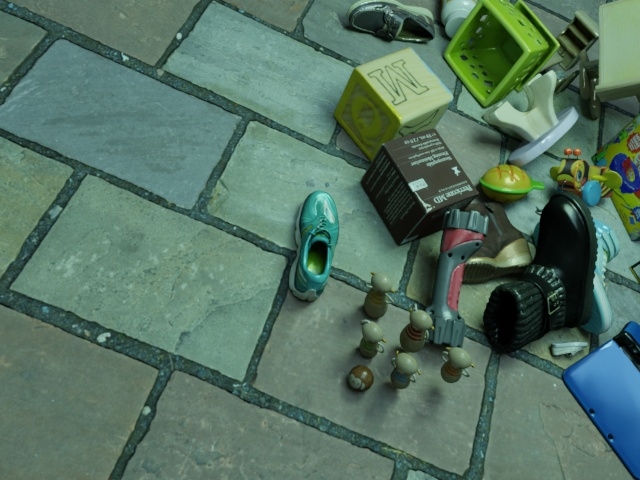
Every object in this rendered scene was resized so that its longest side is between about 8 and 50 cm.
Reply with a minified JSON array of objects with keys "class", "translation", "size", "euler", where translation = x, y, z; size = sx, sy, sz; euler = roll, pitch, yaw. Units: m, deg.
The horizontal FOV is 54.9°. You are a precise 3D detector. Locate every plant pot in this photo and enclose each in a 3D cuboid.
[{"class":"plant pot","translation":[0.542,-0.563,1.813],"size":[0.207,0.228,0.227],"euler":[-20,69,-33]}]

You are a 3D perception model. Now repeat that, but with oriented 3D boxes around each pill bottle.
[{"class":"pill bottle","translation":[0.437,-0.734,1.931],"size":[0.117,0.118,0.209],"euler":[14,58,-10]}]

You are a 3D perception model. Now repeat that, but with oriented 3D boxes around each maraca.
[{"class":"maraca","translation":[0.507,-0.151,1.635],"size":[0.185,0.099,0.127],"euler":[-7,30,-27]}]

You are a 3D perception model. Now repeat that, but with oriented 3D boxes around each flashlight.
[{"class":"flashlight","translation":[0.306,0.086,1.384],"size":[0.103,0.103,0.304],"euler":[17,79,-43]}]

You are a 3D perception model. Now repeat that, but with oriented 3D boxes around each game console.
[{"class":"game console","translation":[0.756,0.371,1.469],"size":[0.250,0.173,0.293],"euler":[-7,60,-56]}]

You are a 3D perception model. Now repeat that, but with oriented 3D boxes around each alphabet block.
[{"class":"alphabet block","translation":[0.185,-0.345,1.589],"size":[0.197,0.192,0.193],"euler":[-29,72,-30]}]

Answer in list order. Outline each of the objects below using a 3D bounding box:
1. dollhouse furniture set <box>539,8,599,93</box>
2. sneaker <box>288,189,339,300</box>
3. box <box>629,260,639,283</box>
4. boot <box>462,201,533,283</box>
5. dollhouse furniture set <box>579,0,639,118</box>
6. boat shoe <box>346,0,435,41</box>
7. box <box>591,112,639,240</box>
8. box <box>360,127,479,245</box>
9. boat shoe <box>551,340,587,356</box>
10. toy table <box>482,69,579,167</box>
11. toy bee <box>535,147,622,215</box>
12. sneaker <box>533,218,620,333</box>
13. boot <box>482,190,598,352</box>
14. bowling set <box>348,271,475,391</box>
[{"class":"dollhouse furniture set","translation":[0.737,-0.598,1.927],"size":[0.242,0.161,0.212],"euler":[-28,74,-29]},{"class":"sneaker","translation":[0.000,0.000,1.380],"size":[0.106,0.110,0.276],"euler":[12,58,-11]},{"class":"box","translation":[1.037,0.129,1.668],"size":[0.321,0.079,0.257],"euler":[-14,65,-24]},{"class":"boot","translation":[0.392,-0.002,1.543],"size":[0.248,0.090,0.207],"euler":[-4,51,-19]},{"class":"dollhouse furniture set","translation":[0.903,-0.453,1.703],"size":[0.394,0.362,0.257],"euler":[26,66,-48]},{"class":"boat shoe","translation":[0.216,-0.642,1.819],"size":[0.285,0.103,0.092],"euler":[0,57,-25]},{"class":"box","translation":[0.959,-0.194,1.703],"size":[0.176,0.279,0.290],"euler":[-4,63,-20]},{"class":"box","translation":[0.234,-0.130,1.495],"size":[0.168,0.167,0.203],"euler":[-20,70,-27]},{"class":"boat shoe","translation":[0.597,0.261,1.479],"size":[0.100,0.035,0.035],"euler":[0,89,-23]},{"class":"toy table","translation":[0.579,-0.339,1.698],"size":[0.161,0.252,0.274],"euler":[52,47,-5]},{"class":"toy bee","translation":[0.701,-0.170,1.649],"size":[0.195,0.162,0.298],"euler":[7,19,30]},{"class":"sneaker","translation":[0.700,0.070,1.562],"size":[0.208,0.127,0.319],"euler":[-9,66,-21]},{"class":"boot","translation":[0.501,0.072,1.421],"size":[0.260,0.131,0.348],"euler":[-9,98,-24]},{"class":"bowling set","translation":[0.152,0.228,1.260],"size":[0.287,0.154,0.200],"euler":[38,64,19]}]
